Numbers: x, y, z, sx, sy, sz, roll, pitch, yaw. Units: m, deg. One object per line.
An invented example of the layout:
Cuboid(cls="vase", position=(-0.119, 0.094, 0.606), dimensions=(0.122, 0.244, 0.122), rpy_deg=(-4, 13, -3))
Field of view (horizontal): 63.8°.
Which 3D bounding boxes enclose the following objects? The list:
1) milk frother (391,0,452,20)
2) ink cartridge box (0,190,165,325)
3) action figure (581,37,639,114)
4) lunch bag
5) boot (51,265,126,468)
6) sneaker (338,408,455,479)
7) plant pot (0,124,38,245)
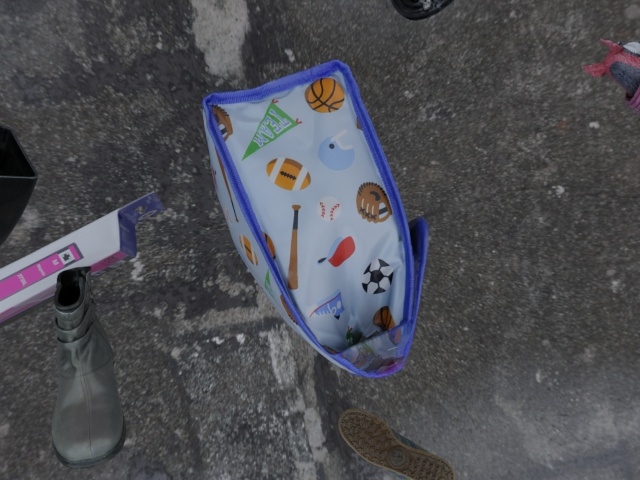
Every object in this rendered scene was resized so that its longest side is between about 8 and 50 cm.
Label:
Cuboid(cls="milk frother", position=(0.062, -0.199, 0.262), dimensions=(0.134, 0.129, 0.143), rpy_deg=(27, 120, -32))
Cuboid(cls="ink cartridge box", position=(-0.407, 0.045, 0.805), dimensions=(0.370, 0.175, 0.069), rpy_deg=(-32, 92, -13))
Cuboid(cls="action figure", position=(0.555, -0.190, 0.720), dimensions=(0.369, 0.248, 0.276), rpy_deg=(18, 84, 16))
Cuboid(cls="lunch bag", position=(0.000, 0.000, 0.749), dimensions=(0.238, 0.328, 0.386), rpy_deg=(-20, 83, -9))
Cuboid(cls="boot", position=(-0.302, 0.142, 0.637), dimensions=(0.083, 0.246, 0.161), rpy_deg=(-11, 119, -21))
Cuboid(cls="sneaker", position=(0.117, 0.339, 0.812), dimensions=(0.192, 0.086, 0.064), rpy_deg=(23, 66, 23))
Cuboid(cls="plant pot", position=(-0.618, -0.087, 0.873), dimensions=(0.187, 0.188, 0.167), rpy_deg=(44, 120, 33))
